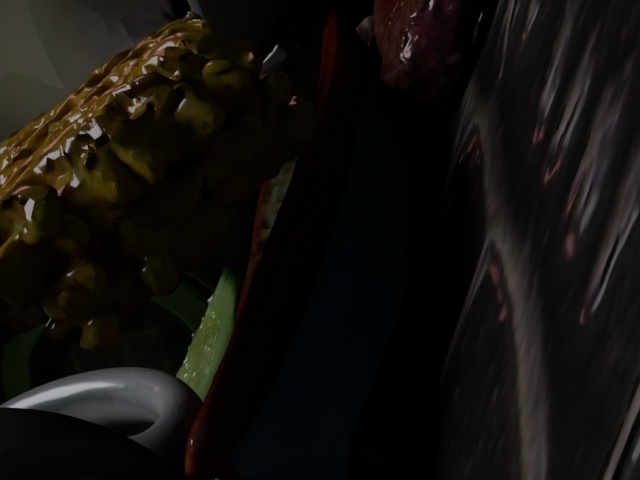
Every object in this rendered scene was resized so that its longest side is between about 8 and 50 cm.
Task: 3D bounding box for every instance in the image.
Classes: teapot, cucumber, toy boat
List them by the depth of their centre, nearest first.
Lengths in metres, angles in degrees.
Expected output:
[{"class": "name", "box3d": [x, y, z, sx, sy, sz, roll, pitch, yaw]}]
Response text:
[{"class": "toy boat", "box3d": [0.000, 0.000, 0.744, 0.392, 0.079, 0.136, -86, 15, -66]}, {"class": "cucumber", "box3d": [-0.050, 0.083, 1.095, 0.244, 0.063, 0.115, -148, 81, -84]}, {"class": "teapot", "box3d": [-0.129, 0.062, 1.427, 0.337, 0.200, 0.270, -86, -20, -68]}]

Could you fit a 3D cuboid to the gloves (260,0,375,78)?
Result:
[{"class": "gloves", "box3d": [-0.021, -0.107, 1.167, 0.285, 0.119, 0.142, 136, 117, -73]}]

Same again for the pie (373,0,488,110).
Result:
[{"class": "pie", "box3d": [0.052, -0.130, 0.756, 0.153, 0.038, 0.154, -168, 90, -84]}]

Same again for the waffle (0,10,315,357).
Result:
[{"class": "waffle", "box3d": [-0.096, -0.007, 0.672, 0.197, 0.070, 0.193, -41, 14, -11]}]

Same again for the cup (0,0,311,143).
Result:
[{"class": "cup", "box3d": [-0.055, -0.222, 0.963, 0.327, 0.322, 0.237, -56, -51, -39]}]

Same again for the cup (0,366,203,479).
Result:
[{"class": "cup", "box3d": [-0.150, 0.172, 0.711, 0.274, 0.259, 0.357, -18, 27, 36]}]
